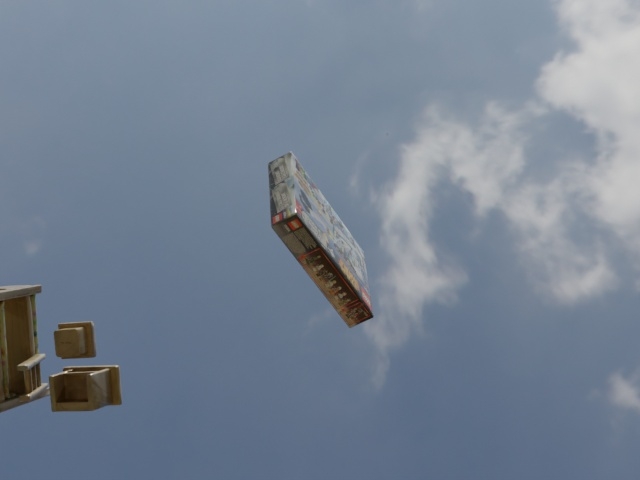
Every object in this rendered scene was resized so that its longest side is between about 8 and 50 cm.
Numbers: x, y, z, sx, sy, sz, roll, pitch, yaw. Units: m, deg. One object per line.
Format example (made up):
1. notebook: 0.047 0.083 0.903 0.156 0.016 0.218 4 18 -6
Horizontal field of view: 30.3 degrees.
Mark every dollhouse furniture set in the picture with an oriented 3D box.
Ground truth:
1. dollhouse furniture set: -0.261 0.063 1.109 0.161 0.101 0.181 -3 -88 17

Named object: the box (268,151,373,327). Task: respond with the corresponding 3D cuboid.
1. box: 0.000 0.000 1.037 0.027 0.094 0.137 -26 -55 15
